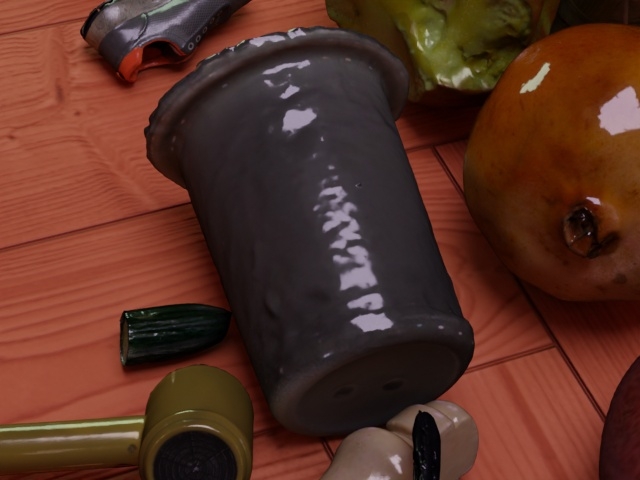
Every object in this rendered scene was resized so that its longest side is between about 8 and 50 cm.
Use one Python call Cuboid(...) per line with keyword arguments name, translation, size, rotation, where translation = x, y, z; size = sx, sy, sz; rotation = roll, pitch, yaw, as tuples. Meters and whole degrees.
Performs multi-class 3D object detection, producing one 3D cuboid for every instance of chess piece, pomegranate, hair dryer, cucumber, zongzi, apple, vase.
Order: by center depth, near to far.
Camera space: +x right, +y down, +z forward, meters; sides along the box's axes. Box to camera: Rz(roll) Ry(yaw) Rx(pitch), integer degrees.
Cuboid(name="chess piece", translation=(-0.020, 0.239, 1.512), size=(0.397, 0.117, 0.117), rotation=(-30, 63, -33))
Cuboid(name="hair dryer", translation=(-0.191, 0.166, 1.530), size=(0.278, 0.090, 0.135), rotation=(-4, 14, -1))
Cuboid(name="vase", translation=(0.000, 0.000, 1.642), size=(0.245, 0.245, 0.291), rotation=(-8, 58, -19))
Cuboid(name="cucumber", translation=(-0.123, 0.079, 1.662), size=(0.105, 0.048, 0.048), rotation=(-7, 53, -24))
Cuboid(name="pomegranate", translation=(0.257, -0.061, 1.732), size=(0.264, 0.264, 0.264), rotation=(7, 50, -8))
Cuboid(name="apple", translation=(0.114, -0.249, 1.862), size=(0.226, 0.246, 0.246), rotation=(16, 49, 13))
Cuboid(name="zongzi", translation=(0.335, -0.238, 1.930), size=(0.204, 0.205, 0.094), rotation=(1, 62, -17))

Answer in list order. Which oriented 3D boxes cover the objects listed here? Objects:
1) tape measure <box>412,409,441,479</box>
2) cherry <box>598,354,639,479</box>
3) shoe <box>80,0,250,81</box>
Cuboid(name="tape measure", translation=(0.064, 0.304, 1.429), size=(0.098, 0.215, 0.351), rotation=(5, 33, -10))
Cuboid(name="cherry", translation=(0.348, 0.185, 1.577), size=(0.307, 0.221, 0.261), rotation=(-42, 66, -17))
Cuboid(name="shoe", translation=(-0.133, -0.210, 1.887), size=(0.194, 0.074, 0.077), rotation=(-23, 71, -25))
